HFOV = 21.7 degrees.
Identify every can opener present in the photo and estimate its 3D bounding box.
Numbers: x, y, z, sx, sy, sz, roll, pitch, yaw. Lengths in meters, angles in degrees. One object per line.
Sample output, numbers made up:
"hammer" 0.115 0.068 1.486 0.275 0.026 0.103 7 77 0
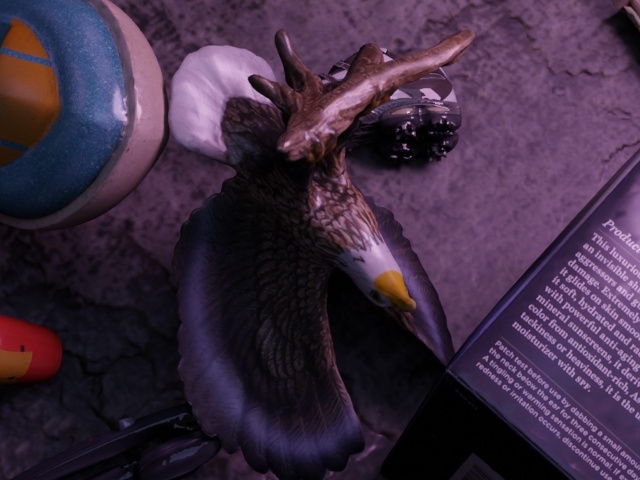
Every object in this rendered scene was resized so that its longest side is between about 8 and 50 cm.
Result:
"can opener" -0.165 0.172 1.282 0.186 0.073 0.059 -18 81 -4

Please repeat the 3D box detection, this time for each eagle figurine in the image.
"eagle figurine" 0.003 0.008 1.242 0.226 0.298 0.225 -1 44 -2

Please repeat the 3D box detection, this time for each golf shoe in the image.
"golf shoe" 0.019 -0.117 1.409 0.198 0.077 0.094 3 59 -13

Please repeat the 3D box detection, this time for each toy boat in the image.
"toy boat" -0.240 -0.043 1.268 0.148 0.267 0.318 13 88 -43

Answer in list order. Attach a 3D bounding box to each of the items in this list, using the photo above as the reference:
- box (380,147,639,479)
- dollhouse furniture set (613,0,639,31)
"box" 0.218 0.089 1.233 0.183 0.296 0.294 42 69 9
"dollhouse furniture set" 0.345 -0.233 1.494 0.161 0.101 0.182 -19 71 -39
